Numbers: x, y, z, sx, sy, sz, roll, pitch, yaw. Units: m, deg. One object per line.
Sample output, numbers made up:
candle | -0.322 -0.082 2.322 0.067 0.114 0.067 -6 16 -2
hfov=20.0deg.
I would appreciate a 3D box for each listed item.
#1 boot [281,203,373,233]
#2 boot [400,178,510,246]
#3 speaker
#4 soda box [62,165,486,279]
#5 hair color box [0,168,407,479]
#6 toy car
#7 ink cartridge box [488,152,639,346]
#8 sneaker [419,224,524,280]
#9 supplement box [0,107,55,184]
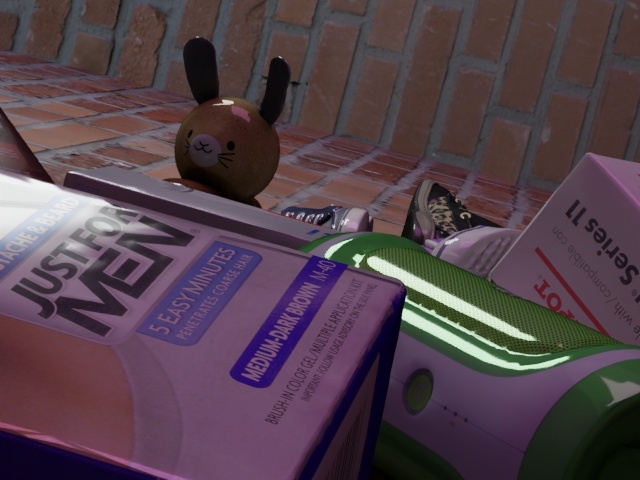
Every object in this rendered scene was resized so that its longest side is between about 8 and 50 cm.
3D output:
boot | 0.000 0.000 1.661 0.086 0.069 0.190 8 -1 4
boot | 0.165 0.015 1.755 0.179 0.085 0.236 17 14 2
speaker | 0.080 0.082 0.947 0.131 0.131 0.296 10 9 -31
soda box | -0.038 0.029 1.234 0.286 0.091 0.098 16 7 12
hair color box | -0.156 0.047 0.667 0.339 0.110 0.185 14 25 10
toy car | -0.086 -0.064 1.460 0.155 0.188 0.149 17 8 25
ink cartridge box | 0.254 0.060 1.171 0.353 0.119 0.207 5 39 -47
sneaker | 0.113 0.040 1.459 0.161 0.102 0.282 15 -4 29
supplement box | -0.210 -0.022 0.908 0.130 0.073 0.239 9 20 -28
